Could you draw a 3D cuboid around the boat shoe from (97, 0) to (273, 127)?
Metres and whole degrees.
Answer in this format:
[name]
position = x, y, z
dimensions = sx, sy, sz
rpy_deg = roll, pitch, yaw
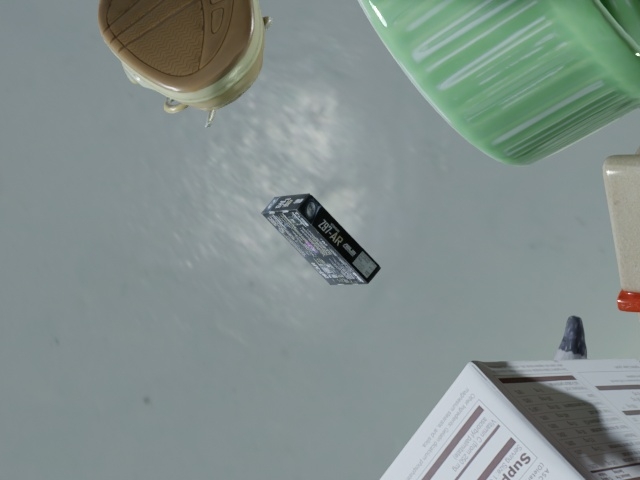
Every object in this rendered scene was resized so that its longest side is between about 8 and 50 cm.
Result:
[boat shoe]
position = -0.095, -0.156, 1.320
dimensions = 0.105, 0.285, 0.089
rpy_deg = -33, 127, 0

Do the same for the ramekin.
[ramekin]
position = 0.137, -0.203, 1.492
dimensions = 0.148, 0.303, 0.303
rpy_deg = -33, 110, 21

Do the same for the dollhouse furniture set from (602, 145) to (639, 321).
[dollhouse furniture set]
position = 0.270, -0.002, 0.894
dimensions = 0.259, 0.262, 0.135
rpy_deg = 0, 123, 30

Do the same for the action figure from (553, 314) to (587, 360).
[action figure]
position = 0.145, 0.231, 1.632
dimensions = 0.178, 0.341, 0.330
rpy_deg = 43, 80, -30

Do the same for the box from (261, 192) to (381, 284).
[box]
position = 0.000, 0.000, 1.521
dimensions = 0.083, 0.067, 0.018
rpy_deg = 46, 71, -16

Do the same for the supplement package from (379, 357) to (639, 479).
[supplement package]
position = 0.100, 0.206, 1.052
dimensions = 0.262, 0.145, 0.204
rpy_deg = -54, 152, 19
